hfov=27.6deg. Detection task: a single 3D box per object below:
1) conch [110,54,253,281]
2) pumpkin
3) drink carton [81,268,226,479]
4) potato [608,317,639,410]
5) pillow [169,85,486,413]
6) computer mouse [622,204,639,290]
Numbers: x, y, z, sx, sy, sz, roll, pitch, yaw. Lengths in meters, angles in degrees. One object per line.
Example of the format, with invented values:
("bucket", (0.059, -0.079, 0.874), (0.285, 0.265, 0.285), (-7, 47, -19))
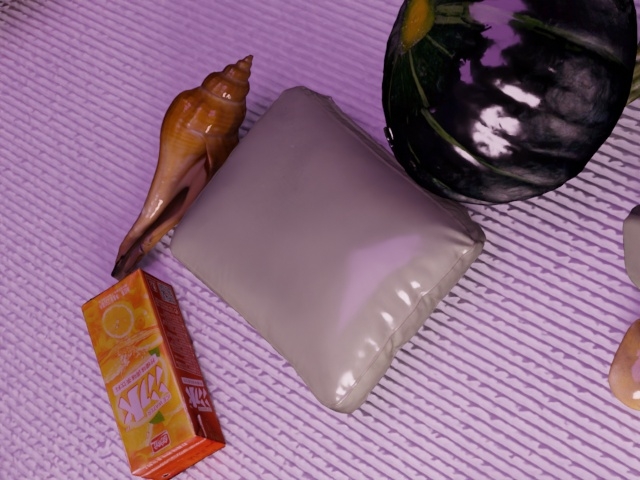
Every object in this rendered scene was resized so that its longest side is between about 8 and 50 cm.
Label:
("conch", (-0.158, -0.080, 1.554), (0.109, 0.093, 0.330), (37, 115, 17))
("pumpkin", (0.201, -0.167, 1.284), (0.295, 0.296, 0.296), (-11, 68, 28))
("drink carton", (-0.193, 0.154, 1.493), (0.096, 0.071, 0.223), (-31, 60, 17))
("potato", (0.304, 0.115, 1.213), (0.068, 0.062, 0.083), (4, 105, 5))
("pillow", (0.000, 0.000, 1.400), (0.255, 0.120, 0.322), (-51, 56, 6))
("computer mouse", (0.453, 0.024, 1.107), (0.429, 0.145, 0.228), (28, 92, 35))
